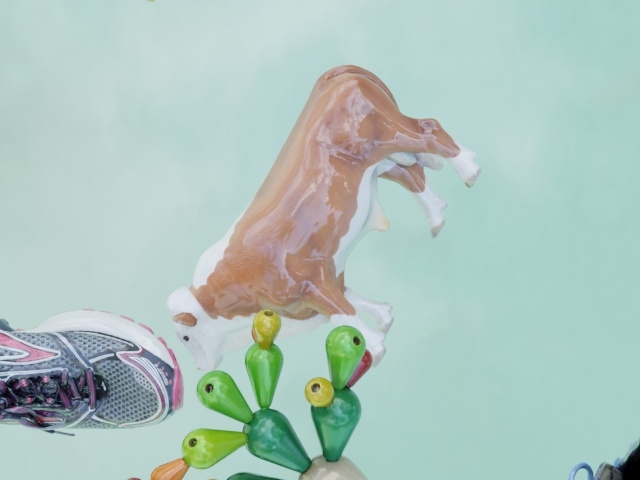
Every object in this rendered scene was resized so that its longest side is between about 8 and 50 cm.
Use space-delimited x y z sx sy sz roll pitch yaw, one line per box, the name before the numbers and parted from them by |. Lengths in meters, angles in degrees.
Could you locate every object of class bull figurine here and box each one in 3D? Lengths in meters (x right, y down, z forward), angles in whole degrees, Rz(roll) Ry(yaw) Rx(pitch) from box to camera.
bull figurine | 0.000 0.000 1.175 0.188 0.101 0.310 29 89 -1

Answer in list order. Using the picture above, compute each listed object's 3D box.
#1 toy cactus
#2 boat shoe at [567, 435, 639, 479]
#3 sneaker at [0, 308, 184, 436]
toy cactus | -0.025 0.157 0.983 0.180 0.112 0.219 41 98 -15
boat shoe | 0.210 0.169 0.873 0.089 0.258 0.109 -7 52 -10
sneaker | -0.271 0.133 1.201 0.299 0.112 0.121 3 114 7
